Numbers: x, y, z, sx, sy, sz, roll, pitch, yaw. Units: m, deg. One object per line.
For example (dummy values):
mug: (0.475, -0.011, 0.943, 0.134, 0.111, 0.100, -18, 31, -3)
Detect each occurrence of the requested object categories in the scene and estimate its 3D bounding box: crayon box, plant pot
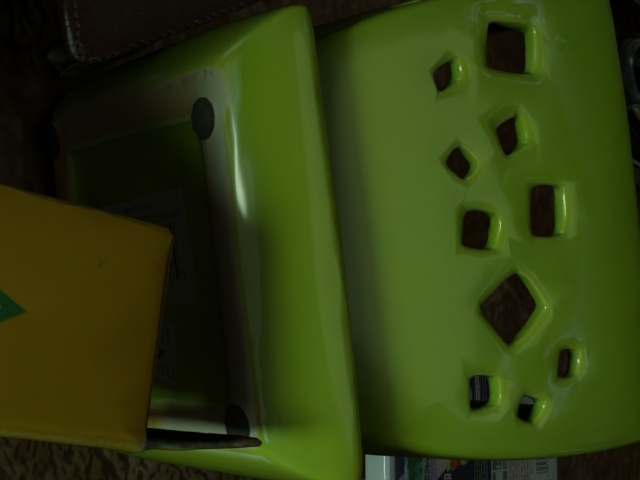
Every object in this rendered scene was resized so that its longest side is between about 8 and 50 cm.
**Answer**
crayon box: (-0.197, 0.018, 0.398, 0.318, 0.202, 0.081, 16, 75, -44)
plant pot: (0.000, 0.000, 0.583, 0.207, 0.228, 0.227, -7, 91, -37)

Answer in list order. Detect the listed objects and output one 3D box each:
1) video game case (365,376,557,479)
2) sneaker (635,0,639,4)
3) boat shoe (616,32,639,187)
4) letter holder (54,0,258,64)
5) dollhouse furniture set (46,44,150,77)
video game case: (0.098, 0.186, 0.794, 0.183, 0.023, 0.201, 4, 84, -44)
sneaker: (0.250, -0.263, 0.918, 0.384, 0.147, 0.145, 44, 59, -11)
boat shoe: (0.299, -0.100, 0.960, 0.306, 0.105, 0.113, 21, 72, -41)
letter holder: (-0.112, -0.217, 0.420, 0.214, 0.152, 0.302, -32, 153, -39)
dollhouse furniture set: (-0.069, -0.127, 0.623, 0.058, 0.076, 0.152, 50, 54, -32)
